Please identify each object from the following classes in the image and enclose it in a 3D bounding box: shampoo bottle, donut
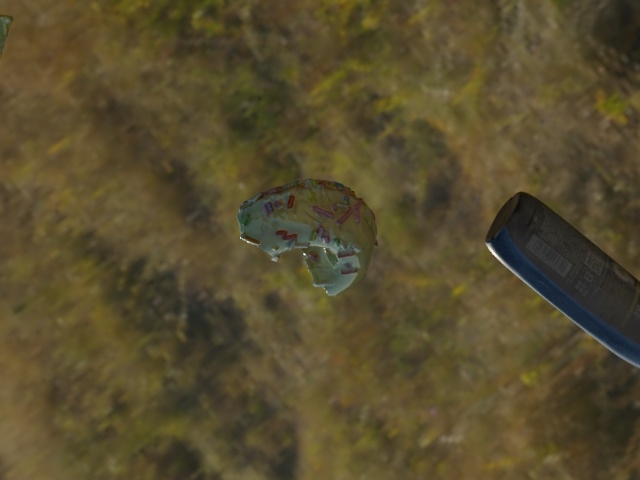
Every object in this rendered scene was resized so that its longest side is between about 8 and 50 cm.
[{"bbox_3d":[0.263,0.048,1.480,0.234,0.087,0.049,38,137,-9],"label":"shampoo bottle"},{"bbox_3d":[0.002,-0.003,1.577,0.166,0.108,0.065,39,-149,-46],"label":"donut"}]

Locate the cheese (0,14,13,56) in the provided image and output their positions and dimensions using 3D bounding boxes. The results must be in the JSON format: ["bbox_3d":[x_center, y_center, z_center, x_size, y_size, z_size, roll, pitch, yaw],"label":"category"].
[{"bbox_3d":[-0.309,-0.139,1.219,0.171,0.093,0.126,-46,42,51],"label":"cheese"}]
